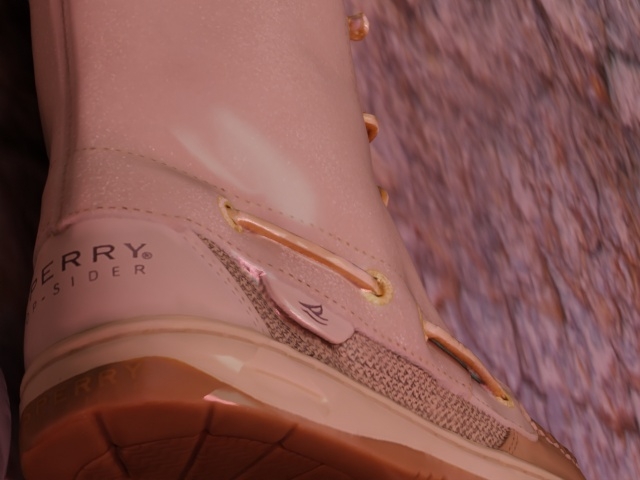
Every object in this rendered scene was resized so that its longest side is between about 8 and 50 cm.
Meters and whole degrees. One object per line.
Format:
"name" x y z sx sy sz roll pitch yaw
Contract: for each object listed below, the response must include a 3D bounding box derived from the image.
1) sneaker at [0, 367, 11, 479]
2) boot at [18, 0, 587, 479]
"sneaker" -0.095 0.043 0.255 0.089 0.051 0.170 59 28 -36
"boot" 0.000 0.000 0.476 0.213 0.077 0.165 31 42 -52
